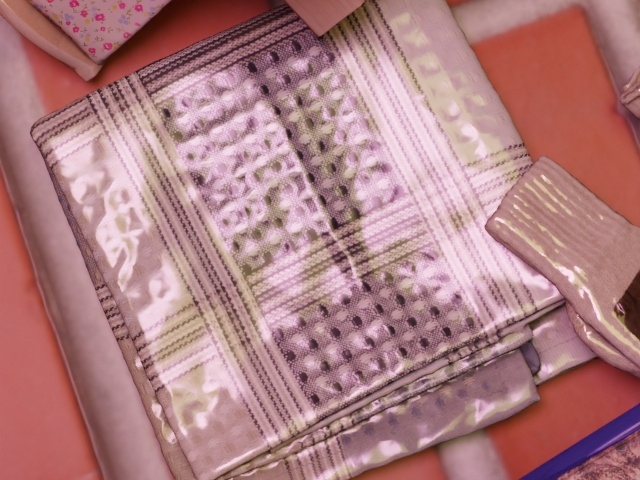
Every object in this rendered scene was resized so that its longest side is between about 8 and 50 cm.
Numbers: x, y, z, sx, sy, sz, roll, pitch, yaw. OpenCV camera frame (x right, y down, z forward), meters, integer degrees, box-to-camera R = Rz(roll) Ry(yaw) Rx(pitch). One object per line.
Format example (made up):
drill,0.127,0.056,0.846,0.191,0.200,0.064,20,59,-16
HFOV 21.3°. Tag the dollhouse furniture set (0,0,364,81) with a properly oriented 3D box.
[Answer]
dollhouse furniture set,-0.208,-0.170,1.080,0.355,0.174,0.303,44,125,-15

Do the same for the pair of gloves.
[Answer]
pair of gloves,0.252,-0.015,1.148,0.240,0.042,0.204,-40,86,-25

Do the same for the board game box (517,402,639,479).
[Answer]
board game box,0.241,0.246,1.031,0.232,0.141,0.291,-38,83,30

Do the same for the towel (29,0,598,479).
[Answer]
towel,0.000,0.000,1.157,0.312,0.056,0.324,-24,84,-6
